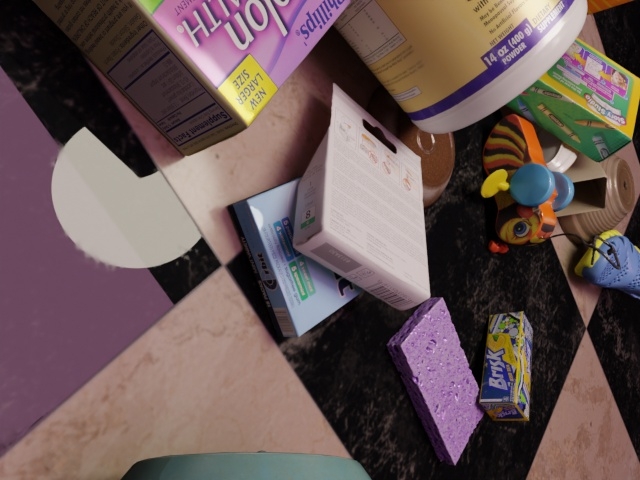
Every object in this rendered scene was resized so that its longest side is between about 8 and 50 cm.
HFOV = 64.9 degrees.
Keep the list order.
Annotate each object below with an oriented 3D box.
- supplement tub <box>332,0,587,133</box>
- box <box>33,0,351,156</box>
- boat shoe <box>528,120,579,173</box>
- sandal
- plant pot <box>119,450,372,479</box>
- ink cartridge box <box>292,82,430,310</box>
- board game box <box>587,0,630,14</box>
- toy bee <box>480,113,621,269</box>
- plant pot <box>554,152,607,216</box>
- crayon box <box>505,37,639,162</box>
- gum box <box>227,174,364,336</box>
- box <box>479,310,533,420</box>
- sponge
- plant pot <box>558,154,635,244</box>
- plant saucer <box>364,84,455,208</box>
[{"bbox_3d":[0.117,-0.319,0.587,0.331,0.241,0.241,45,57,-17],"label":"supplement tub"},{"bbox_3d":[-0.122,-0.245,0.462,0.243,0.117,0.214,49,56,-27],"label":"box"},{"bbox_3d":[0.451,-0.229,0.995,0.096,0.098,0.277,46,50,-24],"label":"boat shoe"},{"bbox_3d":[0.685,0.066,1.116,0.317,0.138,0.126,7,119,-38],"label":"sandal"},{"bbox_3d":[-0.056,0.283,0.357,0.293,0.293,0.235,24,52,-37],"label":"plant pot"},{"bbox_3d":[0.055,-0.052,0.601,0.181,0.056,0.225,32,45,-34],"label":"ink cartridge box"},{"bbox_3d":[0.303,-0.543,0.702,0.356,0.356,0.357,52,54,-31],"label":"board game box"},{"bbox_3d":[0.335,-0.058,0.850,0.195,0.162,0.298,27,42,-28],"label":"toy bee"},{"bbox_3d":[0.501,-0.121,1.007,0.109,0.109,0.096,53,35,-49],"label":"plant pot"},{"bbox_3d":[0.435,-0.286,0.914,0.278,0.081,0.165,31,62,-4],"label":"crayon box"},{"bbox_3d":[0.000,0.000,0.592,0.184,0.041,0.157,-28,103,-42],"label":"gum box"},{"bbox_3d":[0.298,0.197,0.801,0.054,0.059,0.169,51,43,-28],"label":"box"},{"bbox_3d":[0.174,0.202,0.730,0.117,0.031,0.210,-37,109,-38],"label":"sponge"},{"bbox_3d":[0.618,-0.111,1.117,0.237,0.109,0.237,5,82,-41],"label":"plant pot"},{"bbox_3d":[0.144,-0.145,0.744,0.198,0.036,0.199,5,82,-41],"label":"plant saucer"}]
